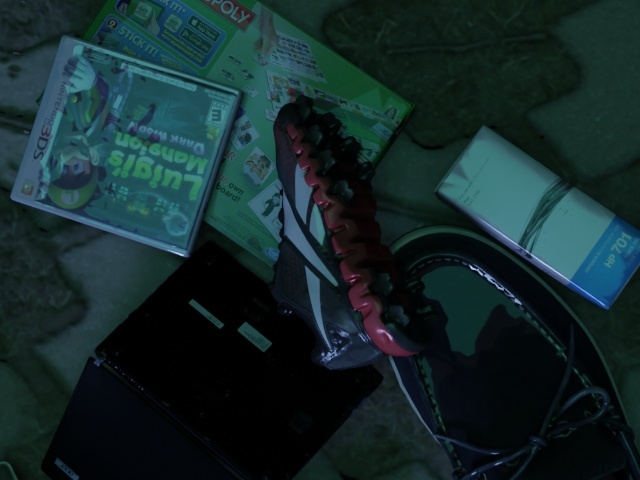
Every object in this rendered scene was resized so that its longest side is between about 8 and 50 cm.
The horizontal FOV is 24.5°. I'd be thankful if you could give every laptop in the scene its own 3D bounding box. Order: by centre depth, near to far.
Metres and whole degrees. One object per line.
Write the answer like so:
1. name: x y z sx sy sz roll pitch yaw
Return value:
1. laptop: -0.111 0.180 1.458 0.234 0.136 0.264 37 66 17

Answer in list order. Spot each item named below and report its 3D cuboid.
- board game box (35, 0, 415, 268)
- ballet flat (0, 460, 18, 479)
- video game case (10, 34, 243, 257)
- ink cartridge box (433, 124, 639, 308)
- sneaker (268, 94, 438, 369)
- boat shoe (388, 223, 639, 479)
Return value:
1. board game box: -0.094 -0.134 1.473 0.317 0.046 0.213 35 91 6
2. ballet flat: -0.360 0.231 1.479 0.086 0.086 0.248 -39 86 3
3. video game case: -0.191 -0.094 1.448 0.190 0.022 0.173 18 91 6
4. ink cartridge box: 0.209 -0.019 1.389 0.191 0.139 0.082 36 93 6
5. sneaker: 0.000 0.000 1.383 0.135 0.098 0.276 -31 70 26
6. boat shoe: 0.211 0.203 1.376 0.187 0.156 0.500 -29 84 6
